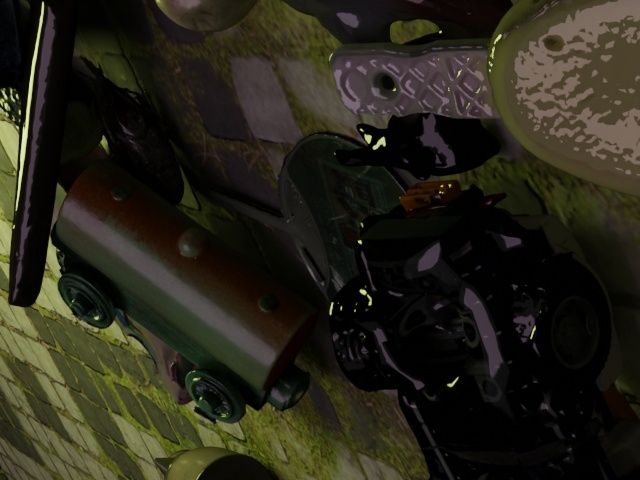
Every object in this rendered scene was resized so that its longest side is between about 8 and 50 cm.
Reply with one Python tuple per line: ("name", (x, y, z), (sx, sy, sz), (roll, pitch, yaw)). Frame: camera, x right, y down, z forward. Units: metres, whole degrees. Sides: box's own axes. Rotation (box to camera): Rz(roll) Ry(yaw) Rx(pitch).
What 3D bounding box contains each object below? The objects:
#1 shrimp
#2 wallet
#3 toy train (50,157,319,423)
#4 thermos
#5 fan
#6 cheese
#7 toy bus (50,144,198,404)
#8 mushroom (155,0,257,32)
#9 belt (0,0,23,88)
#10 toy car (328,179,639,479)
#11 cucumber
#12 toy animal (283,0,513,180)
("shrimp", (-0.170, -0.100, 1.158), (0.165, 0.056, 0.065), (62, 164, -19))
("wallet", (-0.249, -0.105, 1.146), (0.165, 0.042, 0.310), (-104, 23, -55))
("toy train", (-0.125, 0.043, 1.153), (0.285, 0.116, 0.177), (36, 146, 11))
("thermos", (-0.122, 0.303, 1.530), (0.137, 0.105, 0.193), (30, 167, -20))
("fan", (0.009, -0.013, 1.000), (0.294, 0.012, 0.223), (43, 152, 23))
("cheese", (0.107, -0.081, 0.625), (0.255, 0.050, 0.127), (7, 126, 38))
("toy bus", (-0.189, 0.033, 1.320), (0.274, 0.090, 0.112), (49, 148, 11))
("mushroom", (-0.077, -0.186, 0.882), (0.083, 0.067, 0.084), (7, 105, 26))
("belt", (-0.327, -0.228, 1.203), (0.141, 0.082, 0.190), (103, 150, -52))
("toy car", (0.127, 0.099, 0.805), (0.193, 0.118, 0.301), (-4, 117, 52))
("cucumber", (-0.317, -0.179, 1.307), (0.241, 0.074, 0.074), (47, 154, 20))
("toy animal", (-0.002, -0.170, 0.731), (0.324, 0.090, 0.195), (53, 150, -4))
